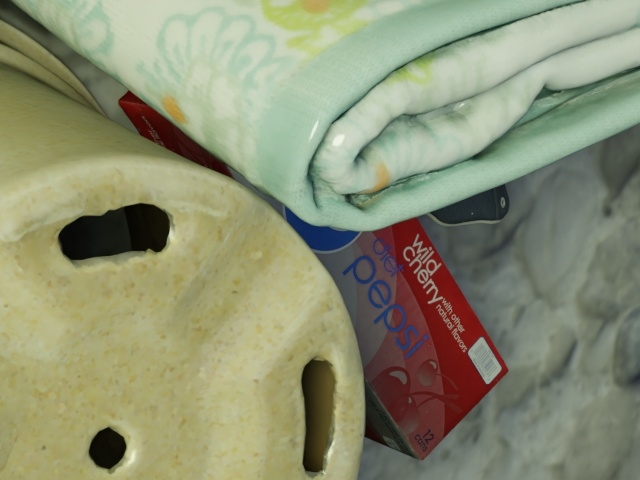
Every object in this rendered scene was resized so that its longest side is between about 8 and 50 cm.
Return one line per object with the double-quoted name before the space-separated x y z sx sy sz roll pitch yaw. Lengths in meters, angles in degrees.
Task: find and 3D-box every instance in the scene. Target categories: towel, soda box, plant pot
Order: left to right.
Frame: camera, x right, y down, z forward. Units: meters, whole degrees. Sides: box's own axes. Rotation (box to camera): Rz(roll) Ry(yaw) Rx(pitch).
"plant pot" -0.154 0.057 0.715 0.334 0.305 0.333 -6 102 -32
"soda box" 0.000 0.000 0.936 0.083 0.092 0.263 -43 119 -20
"towel" 0.049 -0.144 0.810 0.374 0.320 0.090 -20 125 -30

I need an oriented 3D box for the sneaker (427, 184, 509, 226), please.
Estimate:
"sneaker" 0.098 -0.106 0.992 0.226 0.086 0.163 -34 124 -33
